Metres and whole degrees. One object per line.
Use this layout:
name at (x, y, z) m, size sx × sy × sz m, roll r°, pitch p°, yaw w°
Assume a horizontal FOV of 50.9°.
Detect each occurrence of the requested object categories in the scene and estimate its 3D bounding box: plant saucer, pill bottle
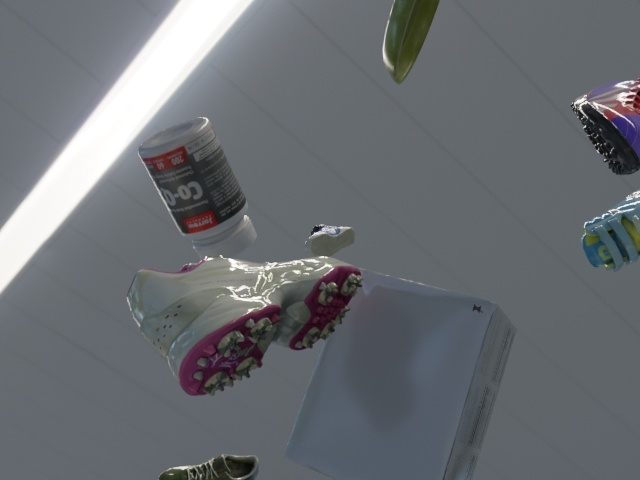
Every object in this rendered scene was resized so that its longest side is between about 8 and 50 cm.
plant saucer at (0.150, -0.370, 1.070) m, size 0.037 × 0.241 × 0.240 m, roll 23°, pitch -49°, yaw 9°
pill bottle at (-0.253, -0.102, 1.433) m, size 0.161 × 0.161 × 0.283 m, roll -13°, pitch -65°, yaw 23°

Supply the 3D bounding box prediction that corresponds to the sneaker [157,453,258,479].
sneaker at (-0.204, 0.432, 1.260) m, size 0.192 × 0.064 × 0.086 m, roll 8°, pitch -51°, yaw -29°

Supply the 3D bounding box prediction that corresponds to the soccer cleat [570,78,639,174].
soccer cleat at (0.433, -0.178, 0.950) m, size 0.117 × 0.318 × 0.108 m, roll -30°, pitch -83°, yaw 23°

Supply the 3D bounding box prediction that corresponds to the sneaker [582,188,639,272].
sneaker at (0.612, -0.012, 1.235) m, size 0.208 × 0.319 × 0.127 m, roll -29°, pitch -87°, yaw -8°

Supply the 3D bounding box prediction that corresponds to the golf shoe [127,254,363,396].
golf shoe at (-0.066, 0.054, 0.712) m, size 0.140 × 0.306 × 0.115 m, roll 34°, pitch -68°, yaw 24°

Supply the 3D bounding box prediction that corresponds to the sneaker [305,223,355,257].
sneaker at (0.000, 0.001, 1.491) m, size 0.085 × 0.152 × 0.058 m, roll 3°, pitch -73°, yaw 41°

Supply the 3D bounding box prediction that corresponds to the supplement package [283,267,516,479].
supplement package at (0.108, 0.194, 0.869) m, size 0.204 × 0.261 × 0.145 m, roll 14°, pitch -14°, yaw 29°
